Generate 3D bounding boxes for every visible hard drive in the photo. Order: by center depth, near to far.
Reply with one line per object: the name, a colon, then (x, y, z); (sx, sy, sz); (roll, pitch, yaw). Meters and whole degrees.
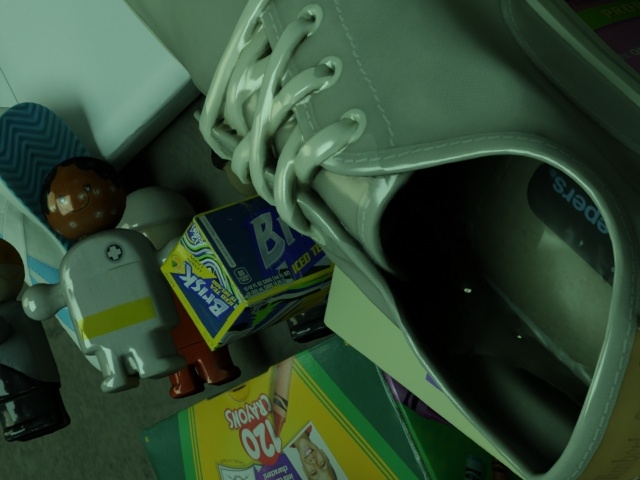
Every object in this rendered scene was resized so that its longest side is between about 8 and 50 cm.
hard drive: (-0.149, -0.188, 1.095); (0.353, 0.047, 0.233); (-35, 81, 53)

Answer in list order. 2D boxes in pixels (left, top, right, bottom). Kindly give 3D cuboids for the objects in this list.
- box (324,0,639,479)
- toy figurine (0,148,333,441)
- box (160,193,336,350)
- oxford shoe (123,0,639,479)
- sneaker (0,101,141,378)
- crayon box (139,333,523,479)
box: (0.137, 0.000, 0.792); (0.243, 0.117, 0.213); (36, 130, 35)
toy figurine: (-0.110, 0.020, 1.025); (0.213, 0.209, 0.148); (-29, 77, 51)
box: (0.000, 0.000, 0.914); (0.059, 0.169, 0.054); (57, 140, 16)
oxford shoe: (0.018, -0.062, 0.713); (0.449, 0.130, 0.169); (45, 136, 30)
sneaker: (-0.180, 0.001, 1.167); (0.092, 0.087, 0.228); (3, 129, 46)
crayon box: (0.010, 0.152, 1.038); (0.278, 0.081, 0.165); (-31, 81, 51)
